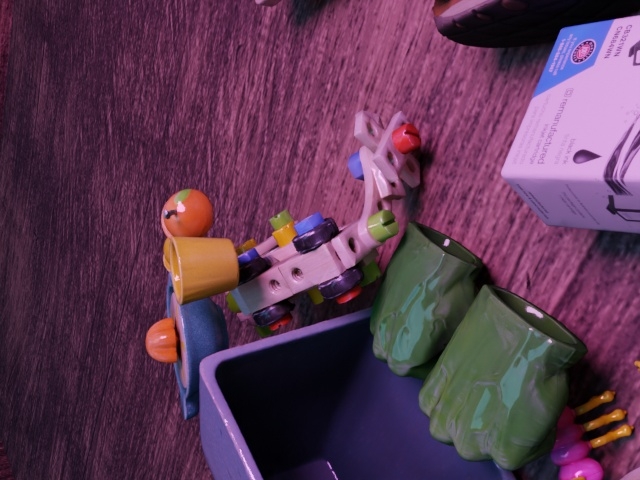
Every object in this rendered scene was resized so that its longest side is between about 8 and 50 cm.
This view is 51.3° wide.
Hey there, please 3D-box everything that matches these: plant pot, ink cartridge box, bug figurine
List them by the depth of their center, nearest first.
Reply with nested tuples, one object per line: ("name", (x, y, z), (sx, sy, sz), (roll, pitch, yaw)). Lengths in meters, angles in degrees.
("ink cartridge box", (0.255, -0.084, 0.471), (0.203, 0.086, 0.148), (7, 66, 51))
("bug figurine", (0.271, 0.197, 0.525), (0.279, 0.072, 0.216), (-48, 56, 42))
("plant pot", (0.009, 0.265, 0.739), (0.248, 0.247, 0.252), (56, 145, 33))

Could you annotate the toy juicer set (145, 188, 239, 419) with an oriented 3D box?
("toy juicer set", (-0.168, 0.091, 0.792), (0.209, 0.089, 0.329), (-120, 30, -47))

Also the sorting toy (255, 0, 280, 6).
("sorting toy", (0.013, -0.448, 0.795), (0.255, 0.089, 0.257), (-14, 81, 51))

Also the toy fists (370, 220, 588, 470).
("toy fists", (0.133, 0.097, 0.640), (0.142, 0.096, 0.279), (-63, 29, 14))

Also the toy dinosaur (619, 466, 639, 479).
("toy dinosaur", (0.273, 0.118, 0.426), (0.268, 0.064, 0.118), (-34, 66, 49))

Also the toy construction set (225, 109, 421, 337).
("toy construction set", (0.000, 0.000, 0.774), (0.151, 0.215, 0.327), (49, 127, 4))

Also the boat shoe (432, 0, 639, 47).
("boat shoe", (0.234, -0.256, 0.520), (0.324, 0.122, 0.120), (-16, 74, 42))
